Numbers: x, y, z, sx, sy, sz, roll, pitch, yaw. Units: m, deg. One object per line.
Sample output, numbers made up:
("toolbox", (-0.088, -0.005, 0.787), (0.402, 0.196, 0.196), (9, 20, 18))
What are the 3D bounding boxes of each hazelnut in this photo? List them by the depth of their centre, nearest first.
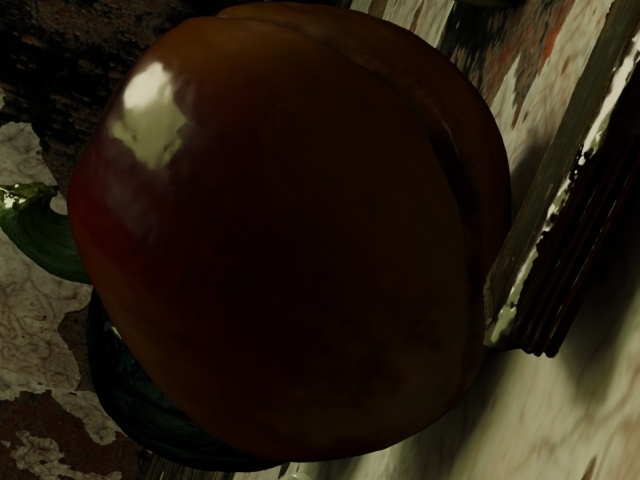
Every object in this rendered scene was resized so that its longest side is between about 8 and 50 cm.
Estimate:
("hazelnut", (0.000, 0.000, 0.714), (0.208, 0.208, 0.208), (-159, 90, -85))

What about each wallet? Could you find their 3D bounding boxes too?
("wallet", (0.112, -0.071, 0.550), (0.122, 0.031, 0.232), (-74, 8, -79))

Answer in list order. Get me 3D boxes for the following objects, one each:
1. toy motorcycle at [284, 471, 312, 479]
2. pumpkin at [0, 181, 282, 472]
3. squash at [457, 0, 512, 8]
("toy motorcycle", (-0.042, 0.150, 0.516), (0.221, 0.102, 0.150), (-6, -53, -44))
("pumpkin", (-0.075, 0.009, 0.986), (0.248, 0.248, 0.248), (-159, 90, -85))
("squash", (0.087, -0.232, 0.958), (0.123, 0.123, 0.187), (-103, 33, -81))
